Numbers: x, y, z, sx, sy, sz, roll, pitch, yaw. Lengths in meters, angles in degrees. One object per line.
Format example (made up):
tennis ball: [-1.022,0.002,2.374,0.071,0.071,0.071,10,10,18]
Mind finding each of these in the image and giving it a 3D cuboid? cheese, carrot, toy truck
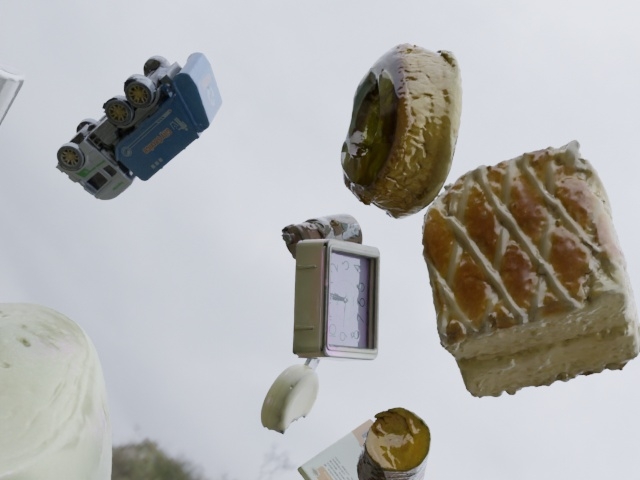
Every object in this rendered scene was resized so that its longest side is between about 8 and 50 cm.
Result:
cheese: [-0.052,0.327,2.667,0.071,0.249,0.163,25,8,28]
carrot: [0.113,0.340,1.768,0.114,0.114,0.302,45,-15,18]
toy truck: [-0.358,-0.230,2.264,0.367,0.146,0.175,-35,-73,27]

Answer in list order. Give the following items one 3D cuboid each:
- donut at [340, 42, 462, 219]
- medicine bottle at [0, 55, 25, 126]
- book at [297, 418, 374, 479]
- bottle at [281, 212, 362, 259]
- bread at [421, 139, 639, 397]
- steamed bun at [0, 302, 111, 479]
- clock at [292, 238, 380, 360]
donut: [0.135,-0.197,2.030,0.160,0.330,0.330,11,-23,-11]
medicine bottle: [-0.618,-0.214,1.958,0.139,0.237,0.139,29,13,-8]
book: [0.094,0.496,2.333,0.020,0.295,0.208,-45,-103,31]
bottle: [-0.001,0.001,2.127,0.099,0.152,0.099,7,-80,45]
bread: [0.408,0.063,2.206,0.279,0.371,0.390,49,30,-52]
steamed bun: [-0.453,0.317,1.699,0.456,0.290,0.371,-102,-160,-59]
clock: [0.027,0.099,1.861,0.071,0.147,0.192,-5,-101,39]
